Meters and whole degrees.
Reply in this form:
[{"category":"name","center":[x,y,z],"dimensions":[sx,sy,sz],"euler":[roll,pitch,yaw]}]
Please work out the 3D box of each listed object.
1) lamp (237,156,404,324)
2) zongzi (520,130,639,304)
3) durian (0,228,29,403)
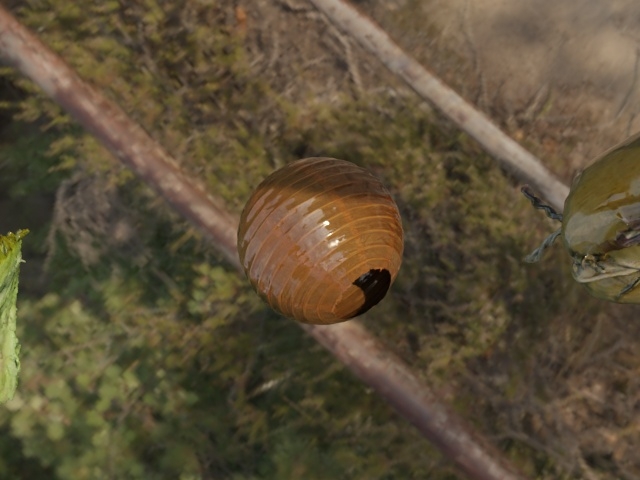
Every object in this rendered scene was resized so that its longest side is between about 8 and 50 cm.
[{"category":"lamp","center":[0.000,0.000,0.854],"dimensions":[0.136,0.136,0.136],"euler":[23,138,22]},{"category":"zongzi","center":[0.496,0.050,1.109],"dimensions":[0.500,0.218,0.467],"euler":[-32,102,29]},{"category":"durian","center":[-0.189,0.097,0.526],"dimensions":[0.086,0.100,0.215],"euler":[32,115,41]}]
